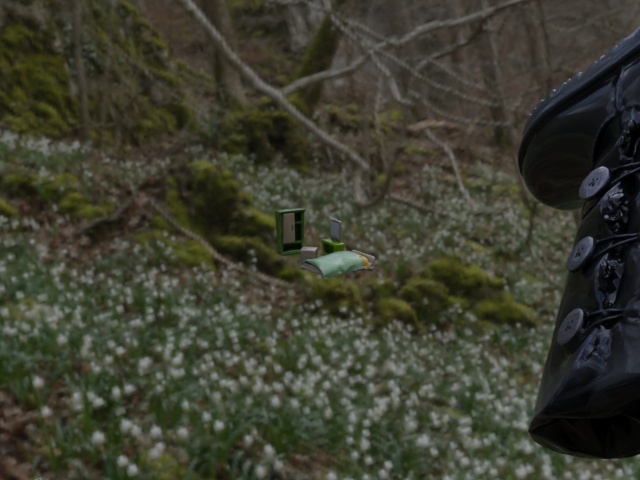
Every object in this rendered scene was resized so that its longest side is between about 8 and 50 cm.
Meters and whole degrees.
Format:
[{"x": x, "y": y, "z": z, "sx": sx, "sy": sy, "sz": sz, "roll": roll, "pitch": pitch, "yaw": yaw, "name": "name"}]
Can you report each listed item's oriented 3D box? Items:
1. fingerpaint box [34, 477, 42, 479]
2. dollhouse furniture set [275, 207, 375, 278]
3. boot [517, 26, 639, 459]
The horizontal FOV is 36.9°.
[{"x": -0.248, "y": 0.538, "z": 1.007, "sx": 0.163, "sy": 0.444, "sz": 0.371, "roll": -25, "pitch": 24, "yaw": -15, "name": "fingerpaint box"}, {"x": 0.000, "y": 0.000, "z": 1.174, "sx": 0.076, "sy": 0.058, "sz": 0.152, "roll": -7, "pitch": 14, "yaw": -29, "name": "dollhouse furniture set"}, {"x": 0.296, "y": 0.019, "z": 1.006, "sx": 0.146, "sy": 0.445, "sz": 0.367, "roll": 18, "pitch": -29, "yaw": -7, "name": "boot"}]
